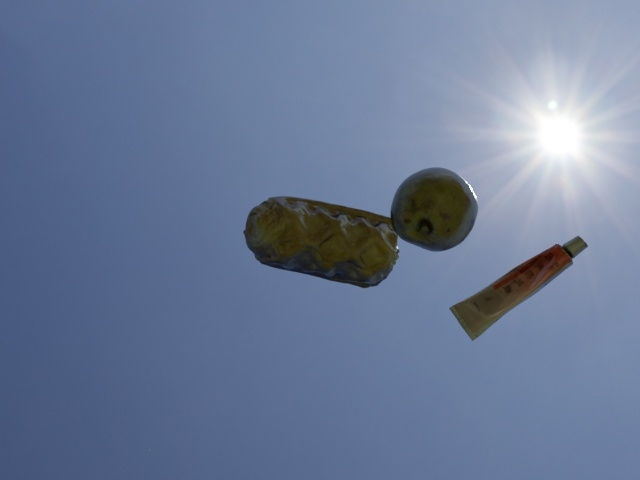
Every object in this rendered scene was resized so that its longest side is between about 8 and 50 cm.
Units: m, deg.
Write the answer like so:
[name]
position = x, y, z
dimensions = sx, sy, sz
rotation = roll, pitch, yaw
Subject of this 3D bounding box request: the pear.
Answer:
[pear]
position = 0.143, -0.038, 0.909
dimensions = 0.107, 0.107, 0.131
rotation = 37, -140, -1

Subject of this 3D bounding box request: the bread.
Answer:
[bread]
position = 0.000, 0.000, 1.233
dimensions = 0.267, 0.152, 0.130
rotation = 12, -98, -15

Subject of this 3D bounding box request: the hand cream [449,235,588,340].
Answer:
[hand cream]
position = 0.292, 0.060, 1.054
dimensions = 0.216, 0.038, 0.052
rotation = -35, -140, 3
